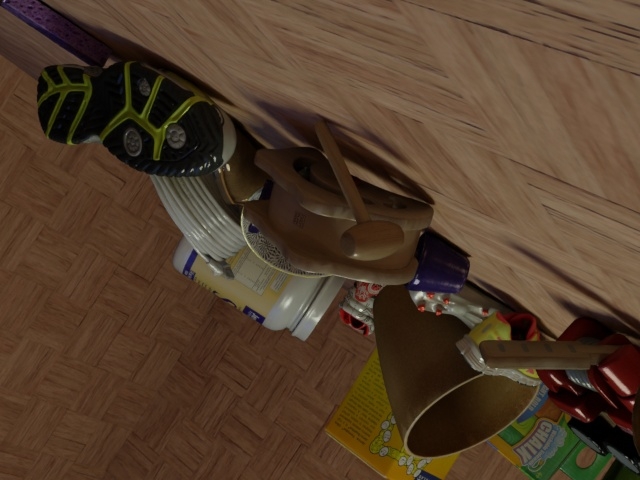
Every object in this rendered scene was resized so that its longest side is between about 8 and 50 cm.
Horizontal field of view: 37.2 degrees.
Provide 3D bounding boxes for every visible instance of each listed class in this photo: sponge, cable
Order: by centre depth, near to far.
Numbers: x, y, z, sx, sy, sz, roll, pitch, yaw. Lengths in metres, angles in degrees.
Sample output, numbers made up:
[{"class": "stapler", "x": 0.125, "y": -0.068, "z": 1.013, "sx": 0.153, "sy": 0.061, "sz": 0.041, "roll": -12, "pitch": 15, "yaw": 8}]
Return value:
[{"class": "sponge", "x": -0.403, "y": -0.320, "z": 1.384, "sx": 0.210, "sy": 0.031, "sz": 0.117, "roll": 33, "pitch": 177, "yaw": -17}, {"class": "cable", "x": -0.199, "y": -0.089, "z": 1.541, "sx": 0.257, "sy": 0.089, "sz": 0.257, "roll": 54, "pitch": -171, "yaw": -47}]

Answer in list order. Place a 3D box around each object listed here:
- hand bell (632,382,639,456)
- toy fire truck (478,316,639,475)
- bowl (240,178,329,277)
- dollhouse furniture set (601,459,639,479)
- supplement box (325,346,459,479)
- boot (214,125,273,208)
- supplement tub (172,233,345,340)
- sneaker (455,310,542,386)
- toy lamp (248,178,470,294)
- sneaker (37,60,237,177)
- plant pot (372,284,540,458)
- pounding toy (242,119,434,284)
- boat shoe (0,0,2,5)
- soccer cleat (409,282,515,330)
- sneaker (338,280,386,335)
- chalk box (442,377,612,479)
[{"class": "hand bell", "x": 0.413, "y": 0.182, "z": 0.842, "sx": 0.242, "sy": 0.126, "sz": 0.126, "roll": 22, "pitch": 179, "yaw": -17}, {"class": "toy fire truck", "x": 0.286, "y": 0.145, "z": 1.024, "sx": 0.246, "sy": 0.158, "sz": 0.217, "roll": 46, "pitch": 173, "yaw": -13}, {"class": "bowl", "x": -0.016, "y": -0.038, "z": 1.266, "sx": 0.170, "sy": 0.170, "sz": 0.080, "roll": 34, "pitch": -140, "yaw": -19}, {"class": "dollhouse furniture set", "x": 0.554, "y": 0.373, "z": 1.494, "sx": 0.197, "sy": 0.151, "sz": 0.301, "roll": 32, "pitch": 176, "yaw": 12}, {"class": "supplement box", "x": 0.213, "y": 0.318, "z": 1.975, "sx": 0.195, "sy": 0.356, "sz": 0.194, "roll": 29, "pitch": 175, "yaw": 45}, {"class": "boot", "x": -0.077, "y": -0.092, "z": 1.399, "sx": 0.115, "sy": 0.112, "sz": 0.305, "roll": 0, "pitch": 161, "yaw": 14}, {"class": "supplement tub", "x": -0.120, "y": 0.042, "z": 2.027, "sx": 0.331, "sy": 0.241, "sz": 0.241, "roll": 33, "pitch": 176, "yaw": 0}, {"class": "sneaker", "x": 0.286, "y": 0.147, "z": 1.353, "sx": 0.208, "sy": 0.094, "sz": 0.081, "roll": 13, "pitch": -152, "yaw": -48}, {"class": "toy lamp", "x": 0.051, "y": 0.001, "z": 1.181, "sx": 0.275, "sy": 0.080, "sz": 0.080, "roll": 19, "pitch": 177, "yaw": -6}, {"class": "sneaker", "x": -0.235, "y": -0.182, "z": 1.299, "sx": 0.147, "sy": 0.145, "sz": 0.385, "roll": -12, "pitch": -155, "yaw": -44}, {"class": "plant pot", "x": 0.191, "y": 0.183, "z": 1.549, "sx": 0.237, "sy": 0.237, "sz": 0.254, "roll": 38, "pitch": -161, "yaw": -50}, {"class": "pounding toy", "x": 0.036, "y": -0.052, "z": 1.003, "sx": 0.154, "sy": 0.155, "sz": 0.269, "roll": 2, "pitch": -157, "yaw": -31}, {"class": "boat shoe", "x": -0.566, "y": -0.381, "z": 1.216, "sx": 0.355, "sy": 0.132, "sz": 0.130, "roll": 34, "pitch": 176, "yaw": 3}, {"class": "soccer cleat", "x": 0.220, "y": 0.093, "z": 1.416, "sx": 0.196, "sy": 0.068, "sz": 0.076, "roll": 24, "pitch": -146, "yaw": -18}, {"class": "sneaker", "x": 0.106, "y": 0.115, "z": 1.864, "sx": 0.090, "sy": 0.145, "sz": 0.270, "roll": 31, "pitch": 176, "yaw": 16}, {"class": "chalk box", "x": 0.378, "y": 0.309, "z": 1.672, "sx": 0.289, "sy": 0.180, "sz": 0.179, "roll": 38, "pitch": 178, "yaw": 14}]
